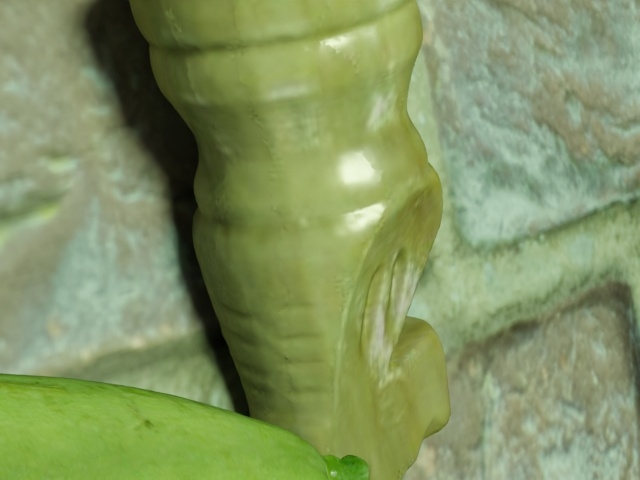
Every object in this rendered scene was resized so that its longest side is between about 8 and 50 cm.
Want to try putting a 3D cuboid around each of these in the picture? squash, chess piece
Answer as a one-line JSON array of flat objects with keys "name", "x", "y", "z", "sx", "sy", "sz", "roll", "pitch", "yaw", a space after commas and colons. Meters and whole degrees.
[{"name": "squash", "x": -0.116, "y": 0.103, "z": 0.533, "sx": 0.370, "sy": 0.118, "sz": 0.118, "roll": 3, "pitch": 81, "yaw": -51}, {"name": "chess piece", "x": 0.000, "y": 0.000, "z": 0.691, "sx": 0.137, "sy": 0.137, "sz": 0.300, "roll": -31, "pitch": 119, "yaw": -46}]
